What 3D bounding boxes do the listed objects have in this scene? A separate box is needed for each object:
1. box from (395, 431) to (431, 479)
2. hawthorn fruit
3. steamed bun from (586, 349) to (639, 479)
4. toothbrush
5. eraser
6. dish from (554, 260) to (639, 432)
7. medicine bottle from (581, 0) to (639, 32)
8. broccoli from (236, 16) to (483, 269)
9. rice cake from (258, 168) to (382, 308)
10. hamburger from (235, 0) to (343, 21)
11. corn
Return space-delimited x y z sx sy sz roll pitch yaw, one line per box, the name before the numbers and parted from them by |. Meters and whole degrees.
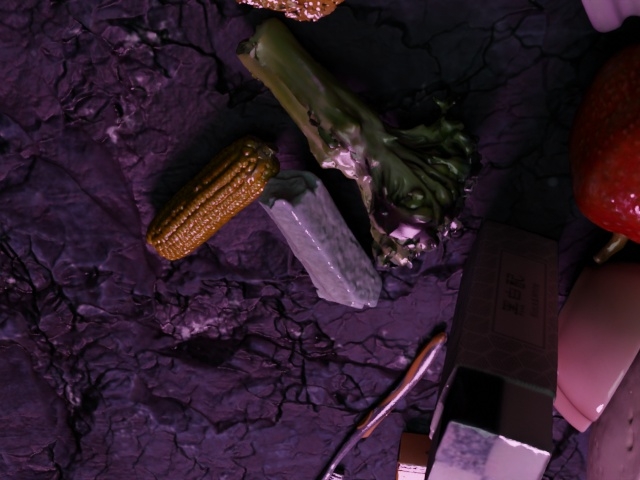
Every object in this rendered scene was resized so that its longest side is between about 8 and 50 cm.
box | 0.170 0.370 1.430 0.152 0.070 0.237 6 123 6
hawthorn fruit | 0.336 -0.078 1.073 0.205 0.205 0.253 22 128 -4
steamed bun | 0.428 0.247 1.168 0.247 0.236 0.383 10 142 -1
toothbrush | 0.072 0.228 1.386 0.031 0.023 0.321 24 122 -13
eraser | 0.177 0.109 1.079 0.098 0.404 0.096 18 117 4
dish | 0.297 0.099 1.181 0.090 0.213 0.213 28 122 12
medicine bottle | 0.354 -0.325 0.917 0.316 0.202 0.202 -19 115 19
broccoli | 0.033 -0.114 1.142 0.304 0.165 0.145 45 149 -2
rice cake | 0.000 0.001 1.214 0.069 0.063 0.206 12 147 44
hamburger | -0.028 -0.341 0.997 0.244 0.163 0.244 3 128 4
corn | -0.123 -0.049 1.232 0.068 0.068 0.207 44 120 -16
